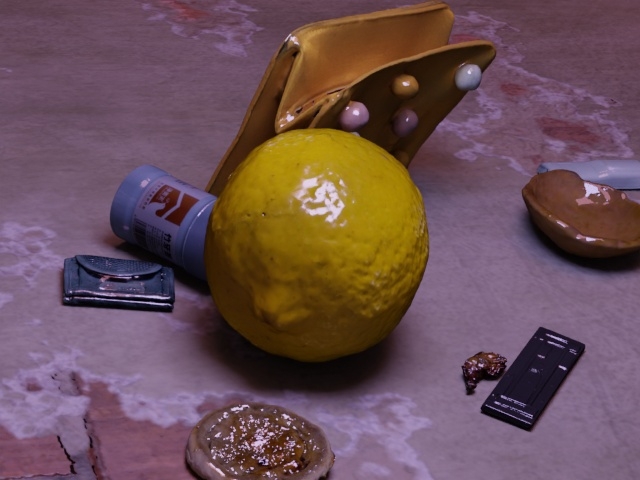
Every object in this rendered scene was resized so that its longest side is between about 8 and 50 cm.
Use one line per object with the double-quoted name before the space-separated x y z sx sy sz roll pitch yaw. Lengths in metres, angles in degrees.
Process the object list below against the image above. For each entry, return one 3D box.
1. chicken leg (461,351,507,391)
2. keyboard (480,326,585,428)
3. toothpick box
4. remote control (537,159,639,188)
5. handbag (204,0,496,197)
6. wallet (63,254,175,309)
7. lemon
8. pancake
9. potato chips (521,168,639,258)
"chicken leg" 0.180 0.146 1.728 0.036 0.021 0.083 38 39 26
"keyboard" 0.245 0.154 1.742 0.061 0.013 0.204 20 30 18
"toothpick box" -0.165 -0.019 1.837 0.153 0.101 0.101 25 32 27
"remote control" 0.402 -0.099 2.236 0.162 0.029 0.061 -1 29 -18
"handbag" 0.044 -0.151 1.966 0.133 0.283 0.401 46 36 15
"wallet" -0.234 0.046 1.775 0.129 0.026 0.088 5 29 -10
"lemon" 0.000 0.000 1.698 0.253 0.253 0.310 15 32 10
"pancake" -0.060 0.210 1.533 0.151 0.025 0.151 7 27 -3
"potato chips" 0.351 -0.027 2.056 0.195 0.062 0.208 -2 29 -31
